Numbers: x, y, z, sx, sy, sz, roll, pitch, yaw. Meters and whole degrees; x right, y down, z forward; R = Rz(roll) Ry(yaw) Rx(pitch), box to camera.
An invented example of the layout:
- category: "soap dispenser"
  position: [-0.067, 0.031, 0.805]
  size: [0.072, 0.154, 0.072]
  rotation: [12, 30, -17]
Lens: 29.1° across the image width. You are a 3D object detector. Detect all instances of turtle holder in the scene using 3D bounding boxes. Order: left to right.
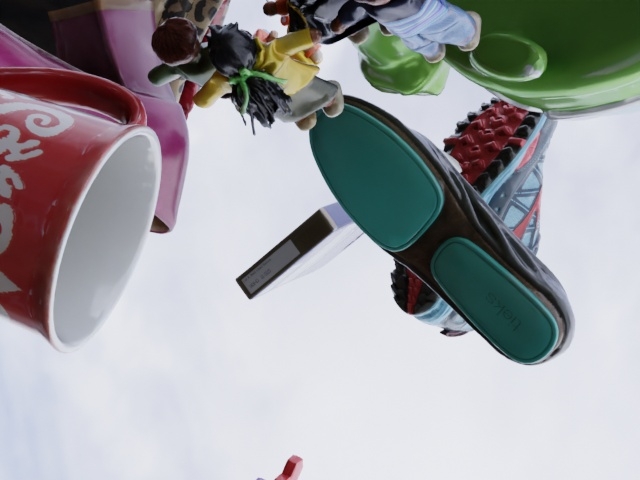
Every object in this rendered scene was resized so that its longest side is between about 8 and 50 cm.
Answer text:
- category: "turtle holder"
  position: [0.177, -0.175, 0.844]
  size: [0.320, 0.227, 0.243]
  rotation: [-46, -119, 17]

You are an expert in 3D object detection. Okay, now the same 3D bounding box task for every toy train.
- category: "toy train"
  position: [-0.042, -0.294, 1.731]
  size: [0.046, 0.125, 0.166]
  rotation: [-42, -156, 36]

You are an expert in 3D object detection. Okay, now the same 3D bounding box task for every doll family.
- category: "doll family"
  position: [-0.005, -0.109, 0.652]
  size: [0.193, 0.111, 0.076]
  rotation: [-29, -115, 20]

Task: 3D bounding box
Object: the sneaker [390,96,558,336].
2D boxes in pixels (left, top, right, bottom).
- category: "sneaker"
  position: [0.169, -0.026, 1.234]
  size: [0.104, 0.125, 0.262]
  rotation: [22, -99, 51]

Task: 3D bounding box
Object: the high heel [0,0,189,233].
- category: "high heel"
  position: [-0.233, -0.065, 0.833]
  size: [0.127, 0.377, 0.181]
  rotation: [-3, -82, 45]

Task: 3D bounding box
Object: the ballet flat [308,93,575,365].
- category: "ballet flat"
  position: [0.101, -0.012, 1.020]
  size: [0.280, 0.096, 0.095]
  rotation: [49, -61, 2]

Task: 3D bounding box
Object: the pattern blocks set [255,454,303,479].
- category: "pattern blocks set"
  position: [-0.117, 0.498, 1.836]
  size: [0.026, 0.285, 0.324]
  rotation: [21, -75, 20]

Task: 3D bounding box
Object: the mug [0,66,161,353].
- category: "mug"
  position: [-0.172, -0.031, 0.605]
  size: [0.150, 0.169, 0.113]
  rotation: [-42, 150, -73]

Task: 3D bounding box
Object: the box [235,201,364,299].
- category: "box"
  position: [0.000, 0.000, 1.471]
  size: [0.136, 0.225, 0.036]
  rotation: [-40, -98, 22]

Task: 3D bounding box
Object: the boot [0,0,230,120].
- category: "boot"
  position: [-0.253, -0.161, 1.105]
  size: [0.138, 0.284, 0.377]
  rotation: [-69, -174, -47]
